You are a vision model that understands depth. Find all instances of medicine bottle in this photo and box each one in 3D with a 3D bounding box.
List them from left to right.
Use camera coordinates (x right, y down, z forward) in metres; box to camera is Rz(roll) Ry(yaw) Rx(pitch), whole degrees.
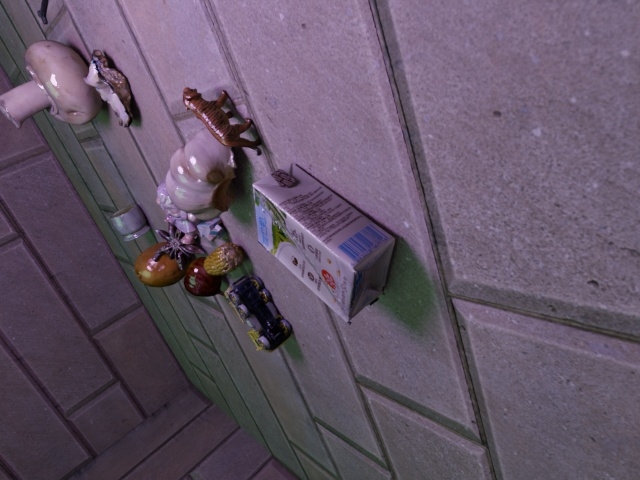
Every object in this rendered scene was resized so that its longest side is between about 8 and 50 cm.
[{"bbox_3d":[-0.925,-0.085,2.162,0.147,0.147,0.143,10,131,50],"label":"medicine bottle"}]

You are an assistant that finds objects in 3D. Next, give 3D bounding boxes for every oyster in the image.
[{"bbox_3d":[-0.721,-0.517,1.525,0.198,0.092,0.259,10,137,50],"label":"oyster"}]

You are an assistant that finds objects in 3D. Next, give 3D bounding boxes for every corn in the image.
[{"bbox_3d":[-0.347,0.075,1.571,0.106,0.106,0.293,57,153,-4],"label":"corn"}]

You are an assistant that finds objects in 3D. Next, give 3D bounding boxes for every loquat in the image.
[{"bbox_3d":[-0.689,0.110,1.932,0.193,0.238,0.238,56,149,-1],"label":"loquat"}]

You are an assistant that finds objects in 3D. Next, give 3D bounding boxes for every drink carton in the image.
[{"bbox_3d":[0.000,0.000,0.980,0.324,0.132,0.194,39,147,28],"label":"drink carton"}]

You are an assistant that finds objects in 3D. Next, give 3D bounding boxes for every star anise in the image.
[{"bbox_3d":[-0.580,0.016,1.789,0.231,0.089,0.209,-2,95,19],"label":"star anise"}]

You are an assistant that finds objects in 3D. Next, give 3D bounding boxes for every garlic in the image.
[{"bbox_3d":[-0.340,-0.183,1.228,0.281,0.185,0.203,99,148,-51],"label":"garlic"}]

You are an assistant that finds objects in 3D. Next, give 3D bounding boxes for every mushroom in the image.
[{"bbox_3d":[-1.012,-0.555,1.646,0.314,0.336,0.314,36,152,22],"label":"mushroom"}]

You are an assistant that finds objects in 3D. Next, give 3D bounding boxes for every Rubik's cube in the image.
[{"bbox_3d":[-0.367,-0.032,1.511,0.084,0.075,0.073,20,132,43],"label":"Rubik's cube"}]

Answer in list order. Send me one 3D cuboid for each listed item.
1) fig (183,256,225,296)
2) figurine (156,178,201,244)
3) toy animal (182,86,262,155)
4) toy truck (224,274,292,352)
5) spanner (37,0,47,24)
[{"bbox_3d":[-0.459,0.166,1.755,0.149,0.148,0.202,-16,98,31],"label":"fig"},{"bbox_3d":[-0.472,-0.112,1.531,0.200,0.133,0.276,26,144,27],"label":"figurine"},{"bbox_3d":[-0.233,-0.282,1.058,0.241,0.099,0.057,50,150,10],"label":"toy animal"},{"bbox_3d":[-0.232,0.256,1.557,0.272,0.124,0.157,58,149,-6],"label":"toy truck"},{"bbox_3d":[-1.044,-0.888,1.673,0.254,0.015,0.054,-2,116,55],"label":"spanner"}]
